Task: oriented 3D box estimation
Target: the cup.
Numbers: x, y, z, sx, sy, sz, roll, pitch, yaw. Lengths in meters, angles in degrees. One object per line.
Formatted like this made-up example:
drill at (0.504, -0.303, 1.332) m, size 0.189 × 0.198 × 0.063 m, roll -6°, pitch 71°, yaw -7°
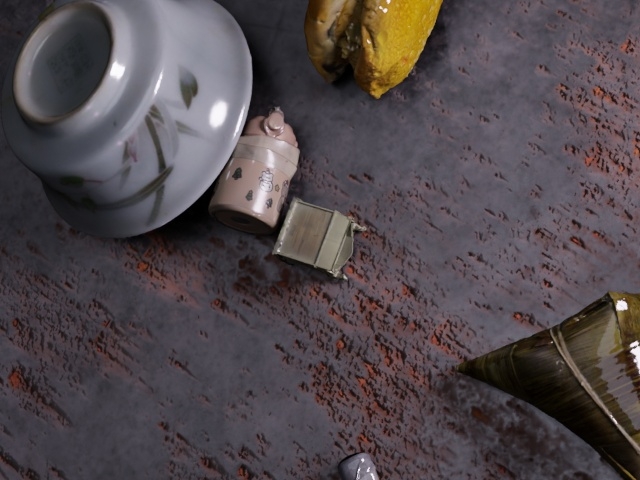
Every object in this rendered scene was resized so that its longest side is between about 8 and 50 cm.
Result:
cup at (-0.272, -0.189, 1.833) m, size 0.347 × 0.163 × 0.347 m, roll -13°, pitch 65°, yaw 29°

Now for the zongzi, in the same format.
zongzi at (0.292, 0.207, 1.615) m, size 0.241 × 0.111 × 0.248 m, roll -27°, pitch 74°, yaw 31°

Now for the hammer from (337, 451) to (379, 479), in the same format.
hammer at (0.105, 0.440, 1.647) m, size 0.152 × 0.044 × 0.427 m, roll -29°, pitch 68°, yaw 11°

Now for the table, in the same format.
table at (0.000, 0.000, 1.781) m, size 0.083 × 0.062 × 0.079 m, roll 18°, pitch 83°, yaw 23°

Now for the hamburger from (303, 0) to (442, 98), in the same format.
hamburger at (0.071, -0.328, 1.785) m, size 0.144 × 0.156 × 0.283 m, roll 23°, pitch 88°, yaw 24°

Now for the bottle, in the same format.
bottle at (-0.078, -0.090, 1.821) m, size 0.099 × 0.099 × 0.152 m, roll 7°, pitch 71°, yaw 22°
